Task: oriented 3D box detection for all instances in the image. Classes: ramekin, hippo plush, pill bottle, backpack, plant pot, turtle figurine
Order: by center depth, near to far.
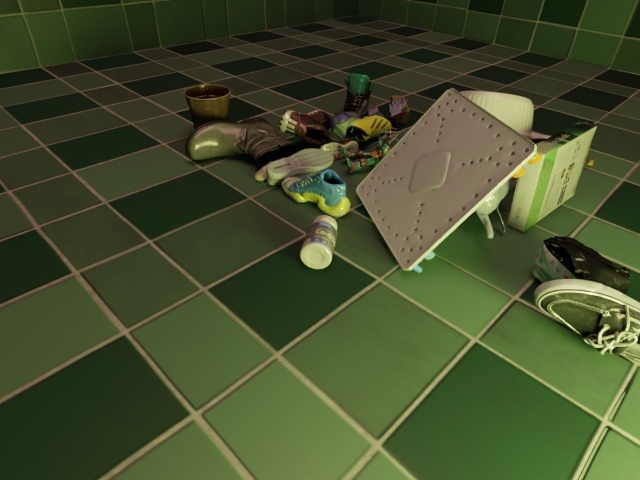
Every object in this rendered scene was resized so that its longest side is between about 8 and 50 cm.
[{"bbox_3d":[0.573,0.070,0.990,0.152,0.115,0.182,0,34,-23],"label":"backpack"},{"bbox_3d":[0.000,0.000,1.081,0.078,0.078,0.137,8,38,7],"label":"pill bottle"},{"bbox_3d":[0.400,-0.162,1.247,0.237,0.293,0.234,-2,6,39],"label":"hippo plush"},{"bbox_3d":[0.518,-0.378,1.341,0.273,0.127,0.273,8,13,-2],"label":"ramekin"},{"bbox_3d":[0.198,-0.294,1.454,0.234,0.118,0.175,-14,23,3],"label":"turtle figurine"},{"bbox_3d":[-0.409,-0.471,1.615,0.167,0.165,0.167,1,38,-1],"label":"plant pot"}]

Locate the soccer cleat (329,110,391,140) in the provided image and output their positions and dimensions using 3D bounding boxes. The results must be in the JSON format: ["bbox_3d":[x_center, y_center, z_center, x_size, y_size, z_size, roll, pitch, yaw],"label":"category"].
[{"bbox_3d":[0.160,-0.403,1.609,0.289,0.093,0.121,-6,58,-38],"label":"soccer cleat"}]

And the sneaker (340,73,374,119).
[{"bbox_3d":[0.142,-0.583,1.781,0.124,0.178,0.295,12,38,12],"label":"sneaker"}]

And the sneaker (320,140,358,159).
[{"bbox_3d":[0.057,-0.323,1.542,0.158,0.061,0.065,-12,26,-32],"label":"sneaker"}]

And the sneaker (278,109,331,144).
[{"bbox_3d":[-0.008,-0.392,1.568,0.163,0.106,0.281,34,32,25],"label":"sneaker"}]

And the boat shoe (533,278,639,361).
[{"bbox_3d":[0.575,0.176,0.855,0.307,0.113,0.105,25,46,4],"label":"boat shoe"}]

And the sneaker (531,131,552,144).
[{"bbox_3d":[0.777,-0.350,1.566,0.290,0.105,0.123,27,46,31],"label":"sneaker"}]

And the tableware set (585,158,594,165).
[{"bbox_3d":[0.908,-0.303,1.583,0.154,0.024,0.104,30,42,33],"label":"tableware set"}]

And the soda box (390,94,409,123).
[{"bbox_3d":[0.336,-0.559,1.857,0.058,0.061,0.181,2,37,0],"label":"soda box"}]

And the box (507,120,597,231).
[{"bbox_3d":[0.657,-0.186,1.238,0.322,0.232,0.059,-27,41,-34],"label":"box"}]

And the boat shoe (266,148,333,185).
[{"bbox_3d":[-0.070,-0.232,1.386,0.227,0.075,0.083,-14,65,-21],"label":"boat shoe"}]

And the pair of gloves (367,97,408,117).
[{"bbox_3d":[0.264,-0.528,1.777,0.198,0.023,0.159,-16,36,20],"label":"pair of gloves"}]

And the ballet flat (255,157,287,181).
[{"bbox_3d":[-0.140,-0.238,1.411,0.168,0.052,0.057,-22,44,-29],"label":"ballet flat"}]

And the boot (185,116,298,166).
[{"bbox_3d":[-0.261,-0.318,1.468,0.338,0.118,0.223,-26,50,-26],"label":"boot"}]

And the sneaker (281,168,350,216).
[{"bbox_3d":[-0.012,-0.166,1.261,0.240,0.126,0.091,25,42,27],"label":"sneaker"}]

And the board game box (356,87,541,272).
[{"bbox_3d":[0.292,-0.164,1.118,0.050,0.390,0.390,30,23,-33],"label":"board game box"}]
